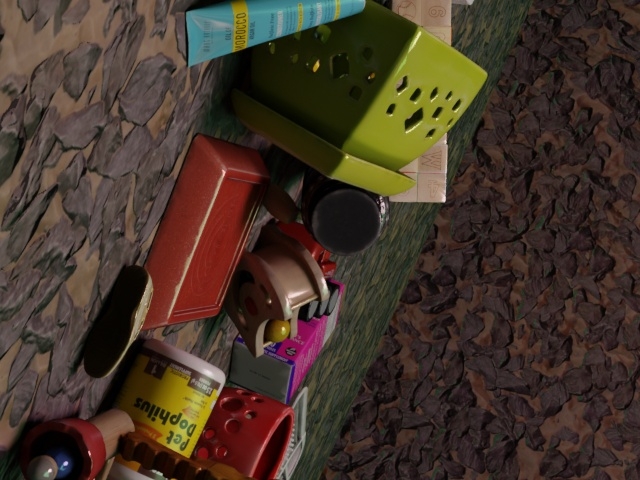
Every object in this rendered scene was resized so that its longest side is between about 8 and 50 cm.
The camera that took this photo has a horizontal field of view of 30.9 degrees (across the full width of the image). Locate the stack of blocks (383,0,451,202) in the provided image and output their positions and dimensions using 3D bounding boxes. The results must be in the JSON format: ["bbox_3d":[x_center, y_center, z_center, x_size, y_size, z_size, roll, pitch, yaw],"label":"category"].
[{"bbox_3d":[0.138,-0.212,1.745,0.171,0.087,0.297,-111,-158,-83],"label":"stack of blocks"}]

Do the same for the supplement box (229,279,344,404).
[{"bbox_3d":[-0.056,0.159,2.001,0.220,0.111,0.114,-55,163,-45],"label":"supplement box"}]

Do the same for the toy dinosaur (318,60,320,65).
[{"bbox_3d":[0.018,-0.256,1.711,0.092,0.053,0.183,68,46,-75],"label":"toy dinosaur"}]

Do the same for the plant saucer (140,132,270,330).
[{"bbox_3d":[-0.145,0.000,1.493,0.258,0.047,0.259,-68,167,5],"label":"plant saucer"}]

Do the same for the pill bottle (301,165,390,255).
[{"bbox_3d":[0.034,-0.054,1.609,0.219,0.122,0.123,-88,-163,-74],"label":"pill bottle"}]

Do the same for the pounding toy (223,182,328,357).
[{"bbox_3d":[-0.038,0.050,1.667,0.155,0.154,0.269,-26,148,-26],"label":"pounding toy"}]

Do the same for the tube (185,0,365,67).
[{"bbox_3d":[-0.052,-0.248,1.266,0.207,0.052,0.080,-21,142,-19],"label":"tube"}]

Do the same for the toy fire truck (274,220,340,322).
[{"bbox_3d":[0.000,0.000,1.875,0.217,0.158,0.246,0,108,-76],"label":"toy fire truck"}]

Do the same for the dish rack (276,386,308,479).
[{"bbox_3d":[-0.118,0.461,2.375,0.285,0.072,0.333,-58,165,-32],"label":"dish rack"}]

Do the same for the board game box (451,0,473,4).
[{"bbox_3d":[0.206,-0.542,1.725,0.224,0.097,0.303,48,62,-52],"label":"board game box"}]

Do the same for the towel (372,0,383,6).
[{"bbox_3d":[0.041,-0.220,1.792,0.248,0.038,0.325,-82,-174,-64],"label":"towel"}]

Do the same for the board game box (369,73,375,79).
[{"bbox_3d":[0.063,-0.207,2.011,0.092,0.043,0.181,-49,158,-53],"label":"board game box"}]

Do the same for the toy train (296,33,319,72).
[{"bbox_3d":[0.021,-0.249,1.628,0.046,0.125,0.166,-124,-134,-65],"label":"toy train"}]

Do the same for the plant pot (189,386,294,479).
[{"bbox_3d":[-0.151,0.300,1.702,0.191,0.174,0.191,-60,166,-25],"label":"plant pot"}]

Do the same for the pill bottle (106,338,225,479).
[{"bbox_3d":[-0.214,0.241,1.461,0.117,0.117,0.215,63,50,-74],"label":"pill bottle"}]

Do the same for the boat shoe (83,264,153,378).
[{"bbox_3d":[-0.224,0.097,1.319,0.135,0.050,0.045,-65,162,-11],"label":"boat shoe"}]

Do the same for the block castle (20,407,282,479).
[{"bbox_3d":[-0.239,0.434,1.273,0.213,0.303,0.453,-13,124,-74],"label":"block castle"}]

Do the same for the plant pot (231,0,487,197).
[{"bbox_3d":[0.037,-0.189,1.445,0.228,0.227,0.207,13,107,-59],"label":"plant pot"}]
